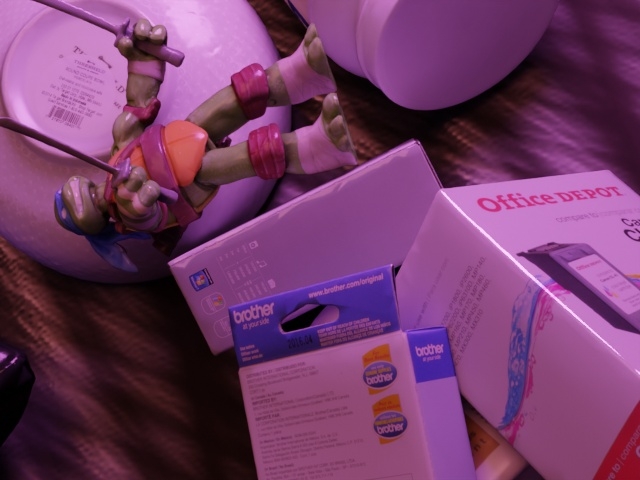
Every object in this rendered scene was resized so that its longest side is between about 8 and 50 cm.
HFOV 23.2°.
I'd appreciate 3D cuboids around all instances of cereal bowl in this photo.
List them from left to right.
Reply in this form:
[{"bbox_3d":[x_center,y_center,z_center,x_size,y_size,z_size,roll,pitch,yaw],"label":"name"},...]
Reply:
[{"bbox_3d":[-0.202,-0.135,1.481,0.339,0.141,0.339,-2,77,7],"label":"cereal bowl"}]

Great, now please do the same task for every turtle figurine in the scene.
[{"bbox_3d":[-0.121,-0.108,1.290,0.266,0.274,0.198,-18,18,3],"label":"turtle figurine"}]

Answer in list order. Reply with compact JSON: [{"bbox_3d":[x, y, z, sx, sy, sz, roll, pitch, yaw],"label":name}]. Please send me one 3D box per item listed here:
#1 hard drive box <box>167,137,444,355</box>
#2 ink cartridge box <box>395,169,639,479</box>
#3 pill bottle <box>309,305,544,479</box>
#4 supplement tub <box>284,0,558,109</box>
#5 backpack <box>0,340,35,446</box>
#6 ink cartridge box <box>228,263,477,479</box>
[{"bbox_3d":[0.000,0.000,1.352,0.232,0.181,0.089,-27,93,5],"label":"hard drive box"},{"bbox_3d":[0.231,0.087,1.186,0.306,0.226,0.131,47,127,33],"label":"ink cartridge box"},{"bbox_3d":[0.090,0.141,1.273,0.131,0.131,0.229,-44,56,-8],"label":"pill bottle"},{"bbox_3d":[0.057,-0.301,1.482,0.235,0.235,0.325,-35,55,-1],"label":"supplement tub"},{"bbox_3d":[-0.471,0.124,1.438,0.355,0.273,0.290,39,71,14],"label":"backpack"},{"bbox_3d":[0.033,0.184,1.196,0.186,0.065,0.311,-17,83,43],"label":"ink cartridge box"}]
